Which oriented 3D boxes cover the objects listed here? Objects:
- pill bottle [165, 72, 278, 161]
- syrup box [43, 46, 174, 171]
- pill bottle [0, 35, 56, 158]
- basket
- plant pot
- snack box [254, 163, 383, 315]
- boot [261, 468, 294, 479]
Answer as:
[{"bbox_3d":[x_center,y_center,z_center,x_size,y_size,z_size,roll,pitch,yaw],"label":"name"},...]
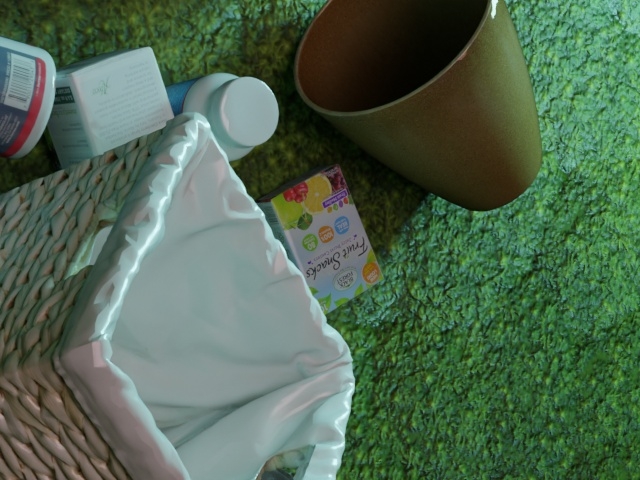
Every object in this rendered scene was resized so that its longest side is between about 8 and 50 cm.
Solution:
[{"bbox_3d":[-0.112,-0.117,1.403,0.087,0.160,0.087,2,86,-35],"label":"pill bottle"},{"bbox_3d":[-0.186,-0.059,1.377,0.096,0.093,0.236,-26,108,-33],"label":"syrup box"},{"bbox_3d":[-0.339,-0.145,1.277,0.180,0.108,0.107,16,79,-33],"label":"pill bottle"},{"bbox_3d":[-0.167,0.133,1.204,0.331,0.266,0.328,59,26,-28],"label":"basket"},{"bbox_3d":[0.138,-0.151,1.561,0.254,0.237,0.237,47,62,-39],"label":"plant pot"},{"bbox_3d":[0.000,0.000,1.551,0.100,0.037,0.141,-29,105,-32],"label":"snack box"},{"bbox_3d":[-0.140,0.291,1.413,0.263,0.091,0.229,32,69,-41],"label":"boot"}]
